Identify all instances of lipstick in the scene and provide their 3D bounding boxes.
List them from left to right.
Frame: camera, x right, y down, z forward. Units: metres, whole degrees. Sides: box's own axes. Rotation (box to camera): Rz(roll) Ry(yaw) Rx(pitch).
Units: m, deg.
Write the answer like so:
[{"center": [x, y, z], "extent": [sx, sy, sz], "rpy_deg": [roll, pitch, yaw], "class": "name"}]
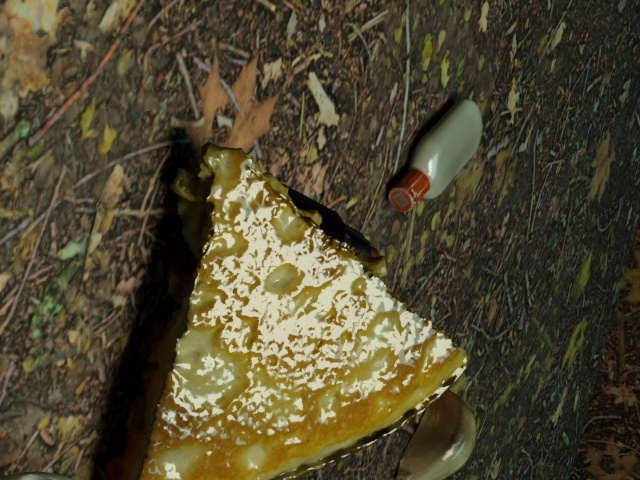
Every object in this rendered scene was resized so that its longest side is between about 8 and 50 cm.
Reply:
[{"center": [0.000, 0.000, 1.405], "extent": [0.299, 0.081, 0.081], "rpy_deg": [30, 80, -61], "class": "lipstick"}]

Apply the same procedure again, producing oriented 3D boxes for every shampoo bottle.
[{"center": [0.169, -0.117, 1.689], "extent": [0.221, 0.051, 0.108], "rpy_deg": [-47, 147, -41], "class": "shampoo bottle"}]

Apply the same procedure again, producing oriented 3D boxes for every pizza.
[{"center": [-0.053, 0.072, 1.240], "extent": [0.440, 0.130, 0.406], "rpy_deg": [-21, 113, -23], "class": "pizza"}]

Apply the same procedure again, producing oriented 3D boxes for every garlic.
[{"center": [0.216, 0.356, 2.033], "extent": [0.195, 0.101, 0.087], "rpy_deg": [-61, 153, -21], "class": "garlic"}]

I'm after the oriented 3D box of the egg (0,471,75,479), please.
[{"center": [-0.250, 0.312, 1.023], "extent": [0.183, 0.183, 0.217], "rpy_deg": [-52, 160, -34], "class": "egg"}]
